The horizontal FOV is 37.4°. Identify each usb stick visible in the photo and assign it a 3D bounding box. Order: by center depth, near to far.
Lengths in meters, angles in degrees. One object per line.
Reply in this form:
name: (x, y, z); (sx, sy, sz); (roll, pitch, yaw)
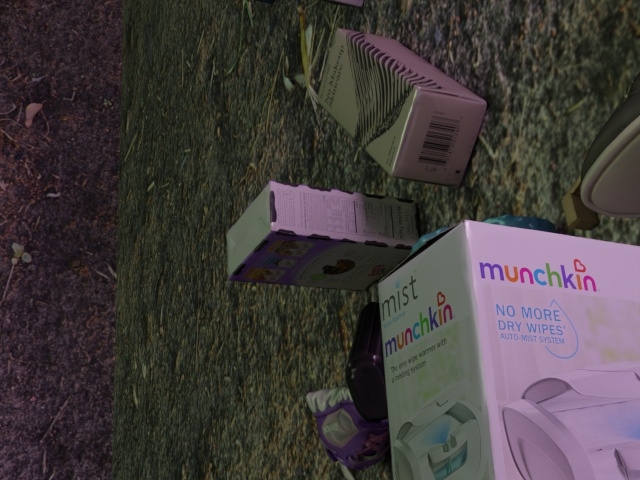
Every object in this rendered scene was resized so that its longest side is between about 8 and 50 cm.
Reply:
usb stick: (0.060, 0.127, 1.043); (0.278, 0.045, 0.077); (-56, -45, -81)

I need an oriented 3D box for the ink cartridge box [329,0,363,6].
ink cartridge box: (-0.019, -0.395, 1.405); (0.109, 0.151, 0.063); (-141, 61, -64)

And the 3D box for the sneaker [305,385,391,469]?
sneaker: (0.055, 0.224, 1.142); (0.236, 0.095, 0.104); (145, 121, -67)

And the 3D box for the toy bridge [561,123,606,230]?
toy bridge: (0.263, -0.080, 0.803); (0.188, 0.026, 0.063); (128, 145, -51)

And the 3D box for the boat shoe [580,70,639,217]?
boat shoe: (0.302, -0.134, 0.639); (0.335, 0.112, 0.095); (-48, 27, 47)

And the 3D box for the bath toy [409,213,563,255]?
bath toy: (0.174, 0.140, 0.821); (0.151, 0.129, 0.348); (122, 146, -45)

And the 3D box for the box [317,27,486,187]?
box: (0.090, -0.169, 1.154); (0.275, 0.094, 0.113); (-128, 49, -59)

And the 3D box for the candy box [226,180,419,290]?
candy box: (0.000, 0.000, 1.185); (0.165, 0.196, 0.070); (137, 134, -57)

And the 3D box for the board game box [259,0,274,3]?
board game box: (-0.120, -0.491, 1.681); (0.193, 0.147, 0.045); (158, 116, -64)

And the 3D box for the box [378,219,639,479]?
box: (0.184, 0.126, 0.628); (0.127, 0.262, 0.231); (138, 135, -57)
